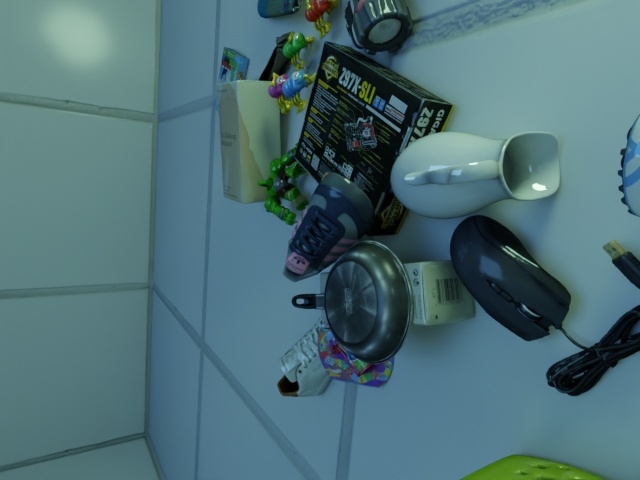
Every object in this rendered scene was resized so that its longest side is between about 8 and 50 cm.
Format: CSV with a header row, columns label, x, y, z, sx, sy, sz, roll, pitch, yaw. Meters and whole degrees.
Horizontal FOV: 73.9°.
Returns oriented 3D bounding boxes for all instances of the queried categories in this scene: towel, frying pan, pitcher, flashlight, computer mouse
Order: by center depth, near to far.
label,x,y,z,sx,sy,sz,roll,pitch,yaw
computer mouse,0.268,0.048,0.522,0.261,0.060,0.184,59,136,27
pitcher,0.177,-0.089,0.577,0.207,0.178,0.125,5,100,56
frying pan,0.030,0.081,0.732,0.326,0.053,0.197,26,108,52
flashlight,0.084,-0.495,0.788,0.103,0.103,0.303,-40,59,54
towel,-0.082,-0.689,1.036,0.370,0.040,0.271,-127,47,-57

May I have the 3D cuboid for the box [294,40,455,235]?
label,x,y,z,sx,sy,sz,roll,pitch,yaw
box,0.074,-0.200,0.814,0.322,0.080,0.256,51,133,42

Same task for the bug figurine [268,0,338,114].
label,x,y,z,sx,sy,sz,roll,pitch,yaw
bug figurine,-0.050,-0.410,0.951,0.216,0.072,0.278,-10,63,64

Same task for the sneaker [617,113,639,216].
label,x,y,z,sx,sy,sz,roll,pitch,yaw
sneaker,0.358,-0.122,0.379,0.086,0.085,0.237,-116,39,-58

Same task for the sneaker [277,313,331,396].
label,x,y,z,sx,sy,sz,roll,pitch,yaw
sneaker,-0.016,0.251,0.934,0.105,0.123,0.289,54,132,45

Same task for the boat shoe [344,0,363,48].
label,x,y,z,sx,sy,sz,roll,pitch,yaw
boat shoe,0.071,-0.432,0.858,0.038,0.046,0.125,-32,61,53

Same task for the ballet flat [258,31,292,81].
label,x,y,z,sx,sy,sz,roll,pitch,yaw
ballet flat,-0.134,-0.469,1.162,0.250,0.058,0.084,-34,61,52

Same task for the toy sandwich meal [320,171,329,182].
label,x,y,z,sx,sy,sz,roll,pitch,yaw
toy sandwich meal,0.024,-0.088,0.813,0.086,0.029,0.085,17,110,54

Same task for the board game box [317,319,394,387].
label,x,y,z,sx,sy,sz,roll,pitch,yaw
board game box,0.058,0.221,0.833,0.169,0.033,0.133,0,93,32

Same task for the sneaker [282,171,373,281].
label,x,y,z,sx,sy,sz,roll,pitch,yaw
sneaker,0.000,0.000,0.746,0.112,0.131,0.319,39,160,7

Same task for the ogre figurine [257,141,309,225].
label,x,y,z,sx,sy,sz,roll,pitch,yaw
ogre figurine,-0.091,-0.142,1.070,0.118,0.097,0.196,6,107,45

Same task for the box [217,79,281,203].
label,x,y,z,sx,sy,sz,roll,pitch,yaw
box,-0.191,-0.266,1.157,0.148,0.121,0.310,20,115,53

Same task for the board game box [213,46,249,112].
label,x,y,z,sx,sy,sz,roll,pitch,yaw
board game box,-0.307,-0.529,1.448,0.160,0.039,0.211,48,130,45

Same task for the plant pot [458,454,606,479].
label,x,y,z,sx,sy,sz,roll,pitch,yaw
plant pot,0.260,0.364,0.422,0.207,0.229,0.226,-26,68,47

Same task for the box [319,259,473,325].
label,x,y,z,sx,sy,sz,roll,pitch,yaw
box,0.116,0.091,0.737,0.275,0.113,0.094,-12,80,55
